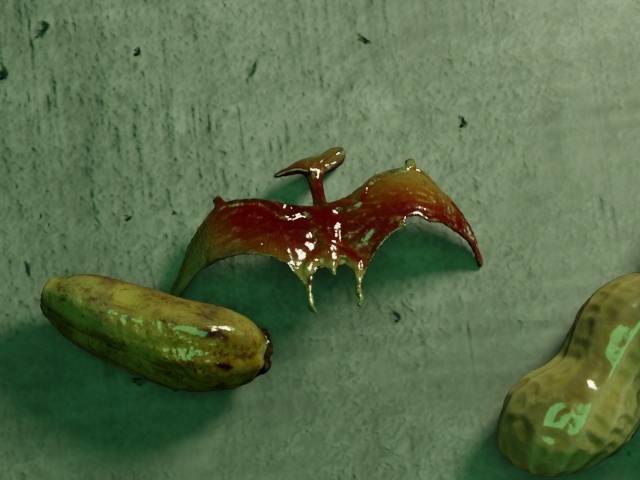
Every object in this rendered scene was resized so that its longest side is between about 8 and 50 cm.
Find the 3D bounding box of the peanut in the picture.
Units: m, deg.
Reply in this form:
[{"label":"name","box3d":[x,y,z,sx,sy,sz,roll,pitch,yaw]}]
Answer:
[{"label":"peanut","box3d":[0.316,0.140,1.563,0.136,0.120,0.298,43,82,-20]}]

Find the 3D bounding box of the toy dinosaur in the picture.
[{"label":"toy dinosaur","box3d":[-0.004,0.008,1.590,0.327,0.113,0.206,-31,59,-16]}]

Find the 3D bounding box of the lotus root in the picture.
[{"label":"lotus root","box3d":[-0.179,0.105,1.557,0.259,0.110,0.097,15,39,3]}]
